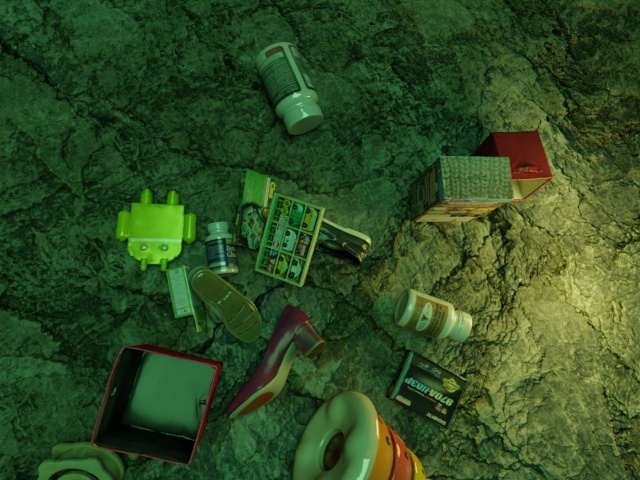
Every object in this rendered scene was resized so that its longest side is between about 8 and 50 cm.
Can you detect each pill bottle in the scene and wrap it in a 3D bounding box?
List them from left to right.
[{"bbox_3d":[-0.321,0.029,1.446,0.094,0.094,0.169,-8,80,-10],"label":"pill bottle"},{"bbox_3d":[-0.106,-0.525,1.563,0.161,0.161,0.283,-21,82,-12],"label":"pill bottle"},{"bbox_3d":[0.373,0.256,1.486,0.230,0.131,0.131,20,76,-4],"label":"pill bottle"}]

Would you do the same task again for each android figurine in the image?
[{"bbox_3d":[-0.530,-0.033,1.450,0.249,0.056,0.272,4,76,-8],"label":"android figurine"}]

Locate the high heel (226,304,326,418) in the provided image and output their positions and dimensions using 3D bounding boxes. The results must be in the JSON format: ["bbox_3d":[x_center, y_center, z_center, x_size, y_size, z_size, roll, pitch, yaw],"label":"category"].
[{"bbox_3d":[-0.170,0.381,1.412,0.377,0.127,0.181,-39,57,-10],"label":"high heel"}]

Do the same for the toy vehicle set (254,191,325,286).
[{"bbox_3d":[-0.100,-0.003,1.429,0.166,0.035,0.266,18,102,11],"label":"toy vehicle set"}]

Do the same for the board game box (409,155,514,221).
[{"bbox_3d":[0.459,-0.164,1.506,0.232,0.291,0.140,0,78,-9],"label":"board game box"}]

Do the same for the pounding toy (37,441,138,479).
[{"bbox_3d":[-0.642,0.638,1.282,0.270,0.155,0.154,-3,107,0],"label":"pounding toy"}]

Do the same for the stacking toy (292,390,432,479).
[{"bbox_3d":[0.189,0.697,1.323,0.480,0.351,0.350,35,74,-20],"label":"stacking toy"}]

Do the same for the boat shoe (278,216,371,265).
[{"bbox_3d":[-0.001,0.002,1.486,0.340,0.127,0.112,20,64,-13],"label":"boat shoe"}]

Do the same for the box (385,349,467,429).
[{"bbox_3d":[0.350,0.489,1.474,0.220,0.051,0.175,30,75,-2],"label":"box"}]

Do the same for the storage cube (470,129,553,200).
[{"bbox_3d":[0.673,-0.262,1.606,0.184,0.215,0.193,-5,72,-9],"label":"storage cube"}]

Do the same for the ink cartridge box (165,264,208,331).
[{"bbox_3d":[-0.414,0.186,1.388,0.062,0.109,0.209,-15,81,-1],"label":"ink cartridge box"}]

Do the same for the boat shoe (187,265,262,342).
[{"bbox_3d":[-0.292,0.191,1.395,0.113,0.103,0.302,-40,115,-14],"label":"boat shoe"}]

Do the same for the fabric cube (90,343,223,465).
[{"bbox_3d":[-0.438,0.442,1.258,0.259,0.258,0.253,15,77,-6],"label":"fabric cube"}]

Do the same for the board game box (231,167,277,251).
[{"bbox_3d":[-0.216,-0.096,1.487,0.136,0.030,0.259,18,72,-41],"label":"board game box"}]
